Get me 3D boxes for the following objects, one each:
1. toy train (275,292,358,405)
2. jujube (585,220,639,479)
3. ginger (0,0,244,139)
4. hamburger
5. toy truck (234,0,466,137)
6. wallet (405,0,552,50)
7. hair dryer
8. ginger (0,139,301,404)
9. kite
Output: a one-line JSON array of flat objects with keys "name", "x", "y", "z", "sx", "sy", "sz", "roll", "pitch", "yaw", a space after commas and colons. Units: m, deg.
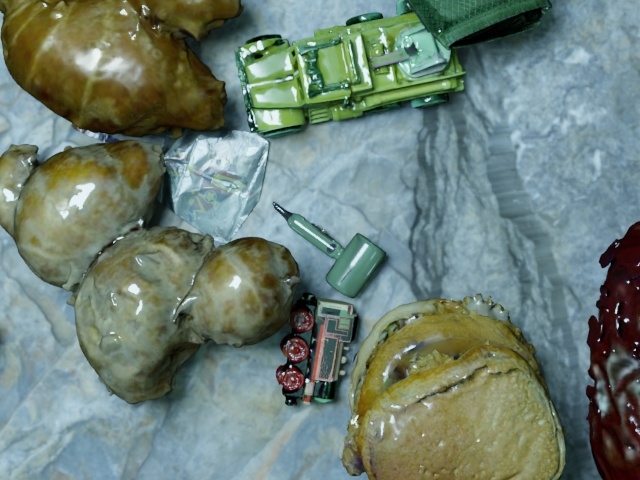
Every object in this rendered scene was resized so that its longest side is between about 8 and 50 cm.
[{"name": "toy train", "x": -0.006, "y": 0.135, "z": 1.121, "sx": 0.087, "sy": 0.050, "sz": 0.138, "roll": 10, "pitch": 93, "yaw": -5}, {"name": "jujube", "x": 0.428, "y": 0.160, "z": 1.036, "sx": 0.258, "sy": 0.258, "sz": 0.377, "roll": -5, "pitch": 97, "yaw": -1}, {"name": "ginger", "x": -0.235, "y": -0.266, "z": 1.039, "sx": 0.274, "sy": 0.152, "sz": 0.357, "roll": -26, "pitch": 90, "yaw": 6}, {"name": "hamburger", "x": 0.155, "y": 0.190, "z": 1.047, "sx": 0.245, "sy": 0.211, "sz": 0.261, "roll": 14, "pitch": 98, "yaw": -9}, {"name": "toy truck", "x": 0.032, "y": -0.204, "z": 1.064, "sx": 0.259, "sy": 0.135, "sz": 0.128, "roll": -12, "pitch": 92, "yaw": 3}, {"name": "wallet", "x": 0.135, "y": -0.319, "z": 1.044, "sx": 0.160, "sy": 0.055, "sz": 0.236, "roll": -22, "pitch": 67, "yaw": -29}, {"name": "hair dryer", "x": 0.000, "y": 0.000, "z": 1.120, "sx": 0.150, "sy": 0.047, "sz": 0.071, "roll": 36, "pitch": 93, "yaw": 4}, {"name": "ginger", "x": -0.219, "y": 0.016, "z": 1.053, "sx": 0.375, "sy": 0.176, "sz": 0.256, "roll": 41, "pitch": 102, "yaw": 7}, {"name": "kite", "x": -0.187, "y": -0.098, "z": 1.125, "sx": 0.245, "sy": 0.015, "sz": 0.141, "roll": 22, "pitch": 91, "yaw": -2}]
